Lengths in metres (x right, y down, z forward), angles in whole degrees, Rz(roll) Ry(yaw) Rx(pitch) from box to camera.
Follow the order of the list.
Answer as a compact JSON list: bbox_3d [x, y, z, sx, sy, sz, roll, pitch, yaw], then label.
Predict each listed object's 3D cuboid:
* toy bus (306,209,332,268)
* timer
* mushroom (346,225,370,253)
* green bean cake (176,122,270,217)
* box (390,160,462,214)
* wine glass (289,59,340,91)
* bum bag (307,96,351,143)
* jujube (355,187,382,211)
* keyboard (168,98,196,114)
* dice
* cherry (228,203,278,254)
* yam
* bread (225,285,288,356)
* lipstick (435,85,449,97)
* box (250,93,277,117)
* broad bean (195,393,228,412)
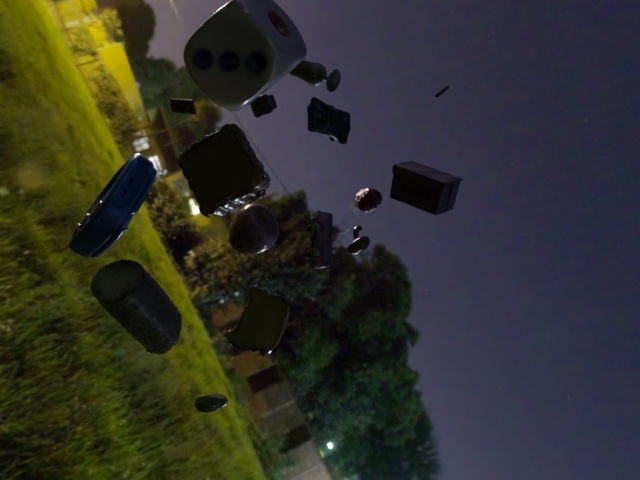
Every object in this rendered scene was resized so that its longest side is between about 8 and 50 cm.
[{"bbox_3d":[0.000,0.000,1.776,0.065,0.077,0.192,160,-66,-66],"label":"toy bus"},{"bbox_3d":[-0.645,-0.105,1.680,0.115,0.309,0.340,35,-40,-25],"label":"timer"},{"bbox_3d":[0.145,0.000,1.961,0.088,0.072,0.130,116,-5,-55],"label":"mushroom"},{"bbox_3d":[-0.285,-0.202,1.601,0.224,0.229,0.131,62,8,8],"label":"green bean cake"},{"bbox_3d":[0.441,-0.224,2.282,0.252,0.188,0.153,24,-63,32],"label":"box"},{"bbox_3d":[-0.029,-0.750,2.409,0.231,0.103,0.103,30,-34,28],"label":"wine glass"},{"bbox_3d":[0.034,-0.418,1.887,0.060,0.248,0.123,11,-86,30],"label":"bum bag"},{"bbox_3d":[0.217,-0.185,2.456,0.176,0.112,0.109,-146,-129,-80],"label":"jujube"},{"bbox_3d":[-0.497,-0.484,1.931,0.166,0.017,0.055,18,-56,46],"label":"keyboard"},{"bbox_3d":[-0.244,-0.620,1.776,0.277,0.304,0.304,49,29,-16],"label":"dice"},{"bbox_3d":[-0.307,-0.053,2.528,0.212,0.285,0.236,31,27,-24],"label":"cherry"},{"bbox_3d":[-0.532,0.199,1.598,0.168,0.168,0.304,53,-9,42],"label":"yam"},{"bbox_3d":[-0.159,0.225,1.424,0.140,0.160,0.169,21,-18,8],"label":"bread"},{"bbox_3d":[0.511,-0.625,2.252,0.019,0.094,0.019,28,-40,27],"label":"lipstick"},{"bbox_3d":[-0.221,-0.534,2.120,0.099,0.054,0.074,-10,-74,35],"label":"box"},{"bbox_3d":[-0.508,0.753,2.512,0.124,0.174,0.082,-3,-94,34],"label":"broad bean"}]
